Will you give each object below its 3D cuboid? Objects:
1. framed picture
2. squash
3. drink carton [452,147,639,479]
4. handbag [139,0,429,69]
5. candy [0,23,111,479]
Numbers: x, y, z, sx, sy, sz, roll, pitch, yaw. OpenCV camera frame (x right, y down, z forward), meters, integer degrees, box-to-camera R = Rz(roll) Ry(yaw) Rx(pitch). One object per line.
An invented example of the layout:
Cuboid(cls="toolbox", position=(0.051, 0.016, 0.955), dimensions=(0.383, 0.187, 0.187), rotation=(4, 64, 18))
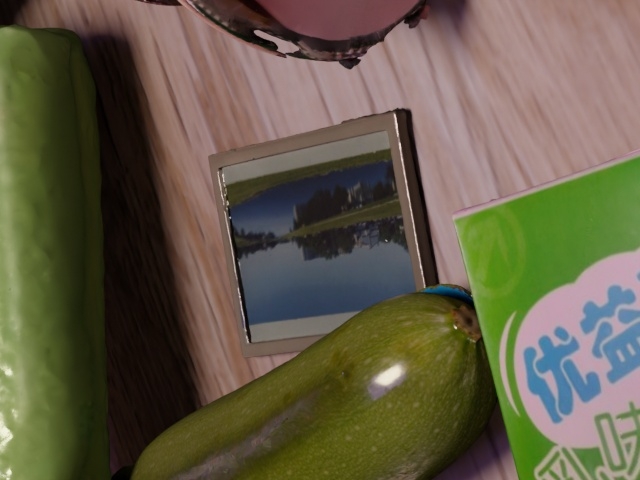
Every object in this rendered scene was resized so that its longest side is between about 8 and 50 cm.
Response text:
Cuboid(cls="framed picture", position=(0.000, 0.000, 0.949), dimensions=(0.149, 0.011, 0.109), rotation=(-10, 89, 49))
Cuboid(cls="squash", position=(-0.024, 0.111, 0.940), dimensions=(0.341, 0.094, 0.094), rotation=(-33, 73, 49))
Cuboid(cls="drink carton", position=(0.162, 0.094, 0.707), dimensions=(0.161, 0.108, 0.271), rotation=(-19, 82, 47))
Cuboid(cls="handbag", position=(-0.039, -0.178, 0.823), dimensions=(0.116, 0.205, 0.179), rotation=(14, 77, 48))
Cuboid(cls="candy", position=(-0.172, 0.052, 1.033), dimensions=(0.142, 0.132, 0.343), rotation=(-7, 81, 27))
